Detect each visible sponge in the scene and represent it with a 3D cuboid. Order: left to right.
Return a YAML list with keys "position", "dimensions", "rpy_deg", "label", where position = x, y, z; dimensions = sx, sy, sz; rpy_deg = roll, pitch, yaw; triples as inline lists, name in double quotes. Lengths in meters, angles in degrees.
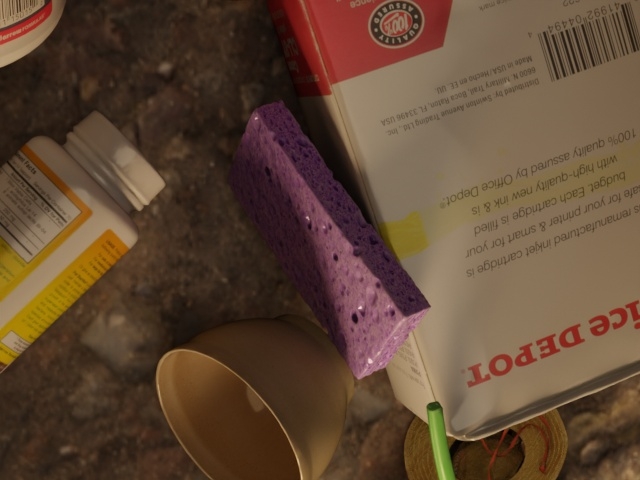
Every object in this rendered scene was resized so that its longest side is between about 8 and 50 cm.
- position: [0.000, 0.000, 1.008]
  dimensions: [0.031, 0.117, 0.210]
  rpy_deg: [-25, 70, -27]
  label: "sponge"

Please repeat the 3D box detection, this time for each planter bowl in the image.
- position: [-0.041, 0.129, 1.046]
  dimensions: [0.109, 0.162, 0.162]
  rpy_deg: [-37, 104, -36]
  label: "planter bowl"

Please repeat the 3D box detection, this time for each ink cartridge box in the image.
- position: [0.150, -0.067, 1.061]
  dimensions: [0.279, 0.160, 0.384]
  rpy_deg: [-20, 99, -11]
  label: "ink cartridge box"

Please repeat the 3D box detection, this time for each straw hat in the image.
- position: [0.151, 0.199, 1.132]
  dimensions: [0.144, 0.144, 0.061]
  rpy_deg: [-33, 144, -9]
  label: "straw hat"

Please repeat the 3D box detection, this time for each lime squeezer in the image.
- position: [0.161, 0.257, 1.022]
  dimensions: [0.310, 0.059, 0.110]
  rpy_deg: [41, 113, -21]
  label: "lime squeezer"

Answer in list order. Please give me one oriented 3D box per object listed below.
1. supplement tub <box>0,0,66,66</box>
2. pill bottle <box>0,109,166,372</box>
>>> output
- position: [-0.272, -0.266, 0.868]
  dimensions: [0.191, 0.191, 0.272]
  rpy_deg: [-4, 138, -13]
  label: "supplement tub"
- position: [-0.227, 0.000, 0.997]
  dimensions: [0.215, 0.117, 0.117]
  rpy_deg: [-44, 103, -7]
  label: "pill bottle"
